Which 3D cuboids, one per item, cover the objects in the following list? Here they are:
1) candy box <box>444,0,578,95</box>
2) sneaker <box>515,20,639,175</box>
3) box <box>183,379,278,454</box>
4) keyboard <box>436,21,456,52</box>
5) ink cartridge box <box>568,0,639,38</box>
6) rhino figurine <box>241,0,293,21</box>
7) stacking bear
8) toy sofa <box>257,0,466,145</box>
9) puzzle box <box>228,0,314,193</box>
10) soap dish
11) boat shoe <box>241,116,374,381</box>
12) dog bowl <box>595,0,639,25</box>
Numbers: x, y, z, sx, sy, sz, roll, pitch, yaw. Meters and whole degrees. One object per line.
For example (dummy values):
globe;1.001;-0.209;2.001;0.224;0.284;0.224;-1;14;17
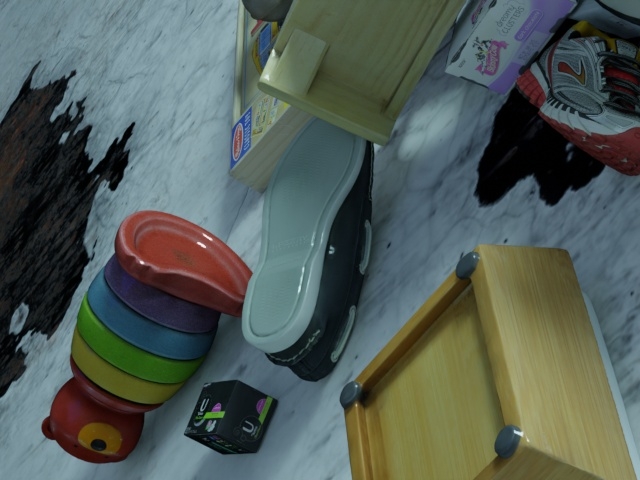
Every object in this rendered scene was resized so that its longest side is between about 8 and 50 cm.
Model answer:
candy box;0.195;-0.264;1.850;0.165;0.070;0.196;126;162;-57
sneaker;0.231;-0.127;1.633;0.092;0.088;0.225;-53;23;13
box;-0.092;0.181;1.989;0.083;0.052;0.062;-15;50;62
keyboard;0.128;-0.230;2.072;0.256;0.014;0.072;-41;29;38
ink cartridge box;0.294;-0.272;1.750;0.189;0.066;0.232;-61;4;0
rhino figurine;-0.010;-0.344;2.289;0.243;0.073;0.106;-40;26;37
stacking bear;-0.210;0.126;2.185;0.289;0.175;0.164;-60;23;20
toy sofa;0.077;-0.276;1.866;0.362;0.150;0.177;120;172;-51
puzzle box;-0.012;-0.275;2.372;0.272;0.052;0.409;-47;26;30
soap dish;0.120;0.156;1.484;0.229;0.118;0.291;-49;26;26
boat shoe;0.000;0.000;1.961;0.114;0.091;0.302;-7;52;39
dog bowl;0.312;-0.381;1.552;0.408;0.150;0.408;-25;51;35
